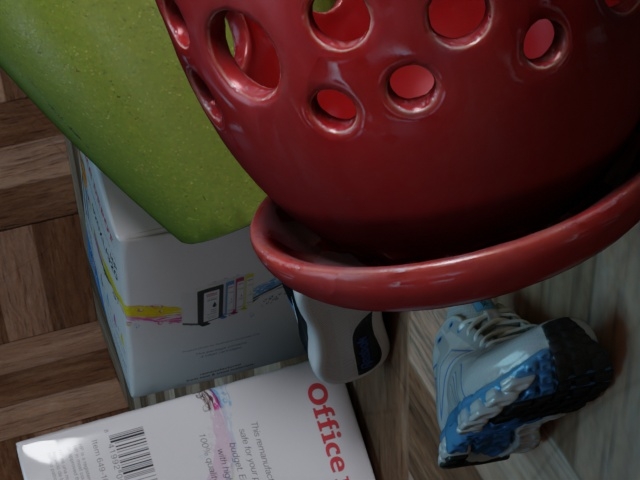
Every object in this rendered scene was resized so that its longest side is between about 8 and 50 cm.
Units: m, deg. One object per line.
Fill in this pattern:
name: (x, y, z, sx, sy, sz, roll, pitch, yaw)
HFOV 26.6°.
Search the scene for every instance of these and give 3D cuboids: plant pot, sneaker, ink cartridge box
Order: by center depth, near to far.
plant pot: (0.042, -0.080, 0.513, 0.191, 0.191, 0.174, -138, 28, -66)
sneaker: (0.088, 0.061, 0.694, 0.190, 0.071, 0.082, 116, 144, -68)
plant pot: (-0.102, -0.156, 0.889, 0.293, 0.275, 0.275, 63, 168, -13)
sneaker: (0.000, 0.000, 0.938, 0.217, 0.079, 0.121, 94, 155, -54)
ink cartridge box: (-0.096, 0.241, 1.149, 0.197, 0.270, 0.198, 116, 138, -70)
ink cartridge box: (-0.106, -0.012, 1.149, 0.232, 0.168, 0.171, 97, 156, -52)
